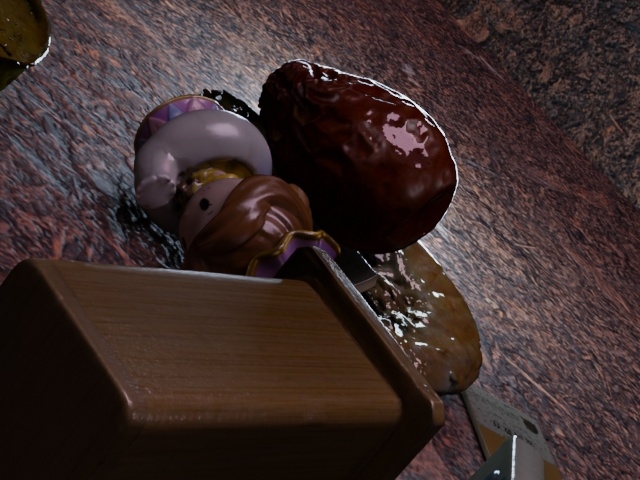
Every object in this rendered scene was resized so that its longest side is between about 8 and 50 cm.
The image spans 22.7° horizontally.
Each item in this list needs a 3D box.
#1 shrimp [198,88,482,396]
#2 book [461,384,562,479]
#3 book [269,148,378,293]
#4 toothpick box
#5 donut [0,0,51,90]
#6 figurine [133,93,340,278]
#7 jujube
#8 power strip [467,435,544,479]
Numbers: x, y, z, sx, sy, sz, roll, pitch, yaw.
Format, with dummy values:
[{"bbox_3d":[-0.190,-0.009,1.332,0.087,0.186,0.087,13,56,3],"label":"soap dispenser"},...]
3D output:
[{"bbox_3d":[0.000,0.000,1.714,0.445,0.085,0.272,48,26,13],"label":"shrimp"},{"bbox_3d":[0.209,0.223,1.701,0.118,0.012,0.172,30,22,-25],"label":"book"},{"bbox_3d":[-0.050,-0.009,1.607,0.138,0.016,0.199,-20,60,-33],"label":"book"},{"bbox_3d":[-0.096,0.117,1.115,0.308,0.187,0.190,8,38,-52],"label":"toothpick box"},{"bbox_3d":[-0.378,-0.227,1.452,0.272,0.107,0.272,38,22,-19],"label":"donut"},{"bbox_3d":[-0.083,-0.024,1.485,0.189,0.142,0.263,5,34,-34],"label":"figurine"},{"bbox_3d":[0.029,-0.093,1.590,0.236,0.168,0.168,46,19,31],"label":"jujube"},{"bbox_3d":[0.137,0.258,1.324,0.046,0.118,0.270,36,20,-5],"label":"power strip"}]
